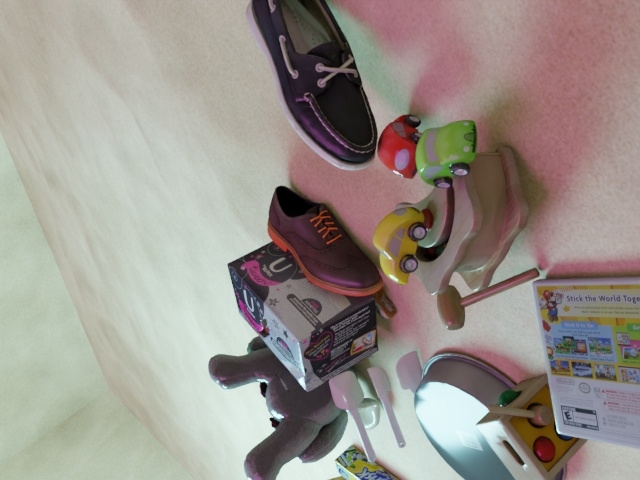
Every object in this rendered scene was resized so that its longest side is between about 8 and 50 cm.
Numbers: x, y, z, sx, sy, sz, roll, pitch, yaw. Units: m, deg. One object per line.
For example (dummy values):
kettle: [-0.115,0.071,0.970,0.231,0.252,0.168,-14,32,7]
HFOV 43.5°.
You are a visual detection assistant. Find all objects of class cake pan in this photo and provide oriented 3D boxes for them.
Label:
cake pan: [0.268,0.321,1.338,0.293,0.054,0.293,37,147,29]

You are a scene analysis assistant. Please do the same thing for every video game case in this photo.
video game case: [0.359,0.145,0.960,0.227,0.026,0.206,-7,93,60]

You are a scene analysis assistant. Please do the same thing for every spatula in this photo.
spatula: [0.121,0.310,1.472,0.019,0.168,0.242,-113,3,-54]

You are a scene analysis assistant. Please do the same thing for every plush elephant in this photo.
plush elephant: [-0.022,0.301,1.591,0.271,0.330,0.255,58,180,22]

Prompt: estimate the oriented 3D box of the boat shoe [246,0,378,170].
boat shoe: [-0.007,-0.234,1.055,0.302,0.114,0.091,58,145,14]

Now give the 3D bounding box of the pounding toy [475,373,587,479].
pounding toy: [0.298,0.263,1.147,0.141,0.130,0.100,53,152,3]

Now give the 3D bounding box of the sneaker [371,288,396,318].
sneaker: [0.096,0.102,1.393,0.083,0.032,0.037,59,152,-7]

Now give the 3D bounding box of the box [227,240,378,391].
box: [-0.035,0.118,1.440,0.247,0.163,0.142,42,150,42]

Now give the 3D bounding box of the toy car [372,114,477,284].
toy car: [0.117,-0.084,0.968,0.225,0.053,0.238,134,143,-65]

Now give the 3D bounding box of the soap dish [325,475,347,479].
soap dish: [0.140,0.703,1.904,0.229,0.118,0.290,16,134,51]

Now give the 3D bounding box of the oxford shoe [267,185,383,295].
oxford shoe: [0.000,0.000,1.366,0.271,0.097,0.098,35,141,33]

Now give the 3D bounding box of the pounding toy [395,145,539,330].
pounding toy: [0.201,-0.016,1.058,0.269,0.155,0.154,109,150,-47]

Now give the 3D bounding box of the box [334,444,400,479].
box: [0.112,0.541,1.829,0.169,0.059,0.054,26,143,44]
